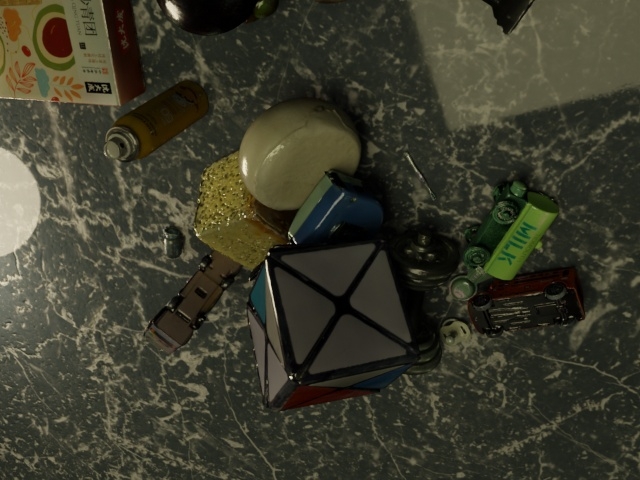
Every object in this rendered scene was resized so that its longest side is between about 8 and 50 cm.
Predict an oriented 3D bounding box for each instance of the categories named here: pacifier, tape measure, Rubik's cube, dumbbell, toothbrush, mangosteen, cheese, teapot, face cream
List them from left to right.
[{"bbox_3d":[-0.386,-0.271,1.823,0.105,0.348,0.105,11,121,18],"label":"face cream"},{"bbox_3d":[-0.410,0.003,2.181,0.049,0.063,0.083,-1,119,-11],"label":"teapot"},{"bbox_3d":[-0.213,-0.583,1.633,0.300,0.300,0.300,11,121,18],"label":"mangosteen"},{"bbox_3d":[0.000,0.000,1.840,0.351,0.215,0.098,-51,51,25],"label":"tape measure"},{"bbox_3d":[0.012,0.191,1.786,0.307,0.310,0.305,-7,158,-16],"label":"Rubik's cube"},{"bbox_3d":[0.227,0.152,1.900,0.179,0.179,0.406,14,123,16],"label":"dumbbell"},{"bbox_3d":[0.232,-0.149,1.827,0.011,0.013,0.131,-28,101,28],"label":"toothbrush"},{"bbox_3d":[0.330,0.235,1.969,0.083,0.064,0.068,-28,95,32],"label":"pacifier"},{"bbox_3d":[0.357,0.105,1.907,0.067,0.026,0.120,38,125,-1],"label":"cheese"}]

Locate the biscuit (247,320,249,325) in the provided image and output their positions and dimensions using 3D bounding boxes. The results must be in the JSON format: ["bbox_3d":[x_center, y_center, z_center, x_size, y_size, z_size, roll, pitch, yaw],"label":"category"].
[{"bbox_3d":[-0.095,0.233,2.164,0.208,0.049,0.181,-21,107,32],"label":"biscuit"}]

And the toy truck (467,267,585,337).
[{"bbox_3d":[0.474,0.142,1.821,0.253,0.114,0.107,-11,123,27],"label":"toy truck"}]

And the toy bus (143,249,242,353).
[{"bbox_3d":[-0.332,0.154,2.071,0.112,0.317,0.138,42,140,-6],"label":"toy bus"}]

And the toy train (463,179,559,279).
[{"bbox_3d":[0.427,-0.018,1.769,0.157,0.105,0.253,21,127,-4],"label":"toy train"}]

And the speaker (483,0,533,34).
[{"bbox_3d":[0.250,-0.570,1.476,0.388,0.184,0.180,34,126,4],"label":"speaker"}]

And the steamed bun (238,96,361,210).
[{"bbox_3d":[-0.057,-0.209,1.785,0.177,0.283,0.283,59,135,35],"label":"steamed bun"}]

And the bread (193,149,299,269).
[{"bbox_3d":[-0.135,-0.070,2.004,0.248,0.279,0.315,-22,149,33],"label":"bread"}]

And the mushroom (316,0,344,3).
[{"bbox_3d":[0.027,-0.570,1.615,0.166,0.127,0.166,2,97,13],"label":"mushroom"}]

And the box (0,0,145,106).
[{"bbox_3d":[-0.650,-0.523,1.936,0.385,0.122,0.344,7,120,20],"label":"box"}]
